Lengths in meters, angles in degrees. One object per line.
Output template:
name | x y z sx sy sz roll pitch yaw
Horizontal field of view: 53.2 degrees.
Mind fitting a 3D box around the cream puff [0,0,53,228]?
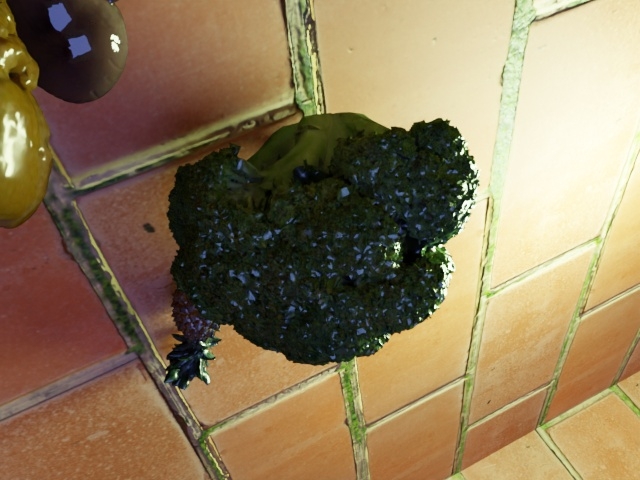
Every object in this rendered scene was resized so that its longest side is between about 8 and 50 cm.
cream puff | -0.345 -0.134 0.413 0.343 0.327 0.231 13 85 -17

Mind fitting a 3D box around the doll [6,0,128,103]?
doll | -0.266 -0.191 0.578 0.188 0.096 0.145 -4 122 2

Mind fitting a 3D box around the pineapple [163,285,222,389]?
pineapple | -0.186 0.130 0.951 0.083 0.103 0.221 14 130 -2

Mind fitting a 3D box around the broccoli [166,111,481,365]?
broccoli | -0.008 -0.001 0.784 0.321 0.310 0.413 -27 172 -31
